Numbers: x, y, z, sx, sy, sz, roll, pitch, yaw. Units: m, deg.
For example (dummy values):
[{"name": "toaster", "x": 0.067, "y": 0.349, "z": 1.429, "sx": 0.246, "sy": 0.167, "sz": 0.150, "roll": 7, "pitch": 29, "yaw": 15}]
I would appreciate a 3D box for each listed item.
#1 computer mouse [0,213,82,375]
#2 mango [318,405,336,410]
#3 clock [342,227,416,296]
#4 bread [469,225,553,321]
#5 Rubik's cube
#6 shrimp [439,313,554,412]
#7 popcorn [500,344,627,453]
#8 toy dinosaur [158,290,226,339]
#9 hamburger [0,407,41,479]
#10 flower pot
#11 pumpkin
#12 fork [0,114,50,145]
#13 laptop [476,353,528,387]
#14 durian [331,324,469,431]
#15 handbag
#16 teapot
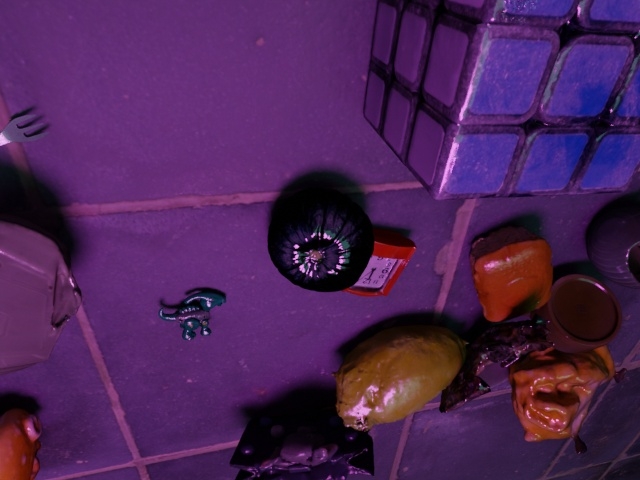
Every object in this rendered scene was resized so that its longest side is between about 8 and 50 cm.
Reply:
[{"name": "computer mouse", "x": -0.530, "y": 0.085, "z": 0.704, "sx": 0.228, "sy": 0.145, "sz": 0.429, "roll": 15, "pitch": 132, "yaw": -34}, {"name": "mango", "x": 0.011, "y": 0.529, "z": 1.230, "sx": 0.103, "sy": 0.076, "sz": 0.161, "roll": 14, "pitch": 117, "yaw": -20}, {"name": "clock", "x": 0.114, "y": 0.050, "z": 0.917, "sx": 0.113, "sy": 0.061, "sz": 0.155, "roll": 8, "pitch": 126, "yaw": -22}, {"name": "bread", "x": 0.431, "y": 0.078, "z": 0.992, "sx": 0.174, "sy": 0.121, "sz": 0.245, "roll": -25, "pitch": 132, "yaw": 1}, {"name": "Rubik's cube", "x": 0.253, "y": -0.256, "z": 0.578, "sx": 0.301, "sy": 0.303, "sz": 0.305, "roll": -3, "pitch": 125, "yaw": -14}, {"name": "shrimp", "x": 0.395, "y": 0.288, "z": 1.024, "sx": 0.272, "sy": 0.085, "sz": 0.445, "roll": -42, "pitch": 167, "yaw": -25}, {"name": "popcorn", "x": 0.641, "y": 0.401, "z": 1.202, "sx": 0.316, "sy": 0.281, "sz": 0.297, "roll": -36, "pitch": 134, "yaw": -34}, {"name": "toy dinosaur", "x": -0.260, "y": 0.146, "z": 0.884, "sx": 0.132, "sy": 0.059, "sz": 0.096, "roll": -2, "pitch": 118, "yaw": -25}, {"name": "hamburger", "x": -0.684, "y": 0.483, "z": 0.887, "sx": 0.186, "sy": 0.261, "sz": 0.302, "roll": 10, "pitch": 140, "yaw": -27}, {"name": "flower pot", "x": 0.737, "y": 0.016, "z": 1.012, "sx": 0.243, "sy": 0.157, "sz": 0.189, "roll": 22, "pitch": 118, "yaw": -30}, {"name": "pumpkin", "x": 0.000, "y": 0.000, "z": 0.795, "sx": 0.202, "sy": 0.140, "sz": 0.202, "roll": 3, "pitch": 118, "yaw": 6}, {"name": "fork", "x": -0.505, "y": -0.127, "z": 0.628, "sx": 0.235, "sy": 0.021, "sz": 0.039, "roll": -23, "pitch": 124, "yaw": 2}, {"name": "laptop", "x": 0.555, "y": 0.370, "z": 1.310, "sx": 0.269, "sy": 0.015, "sz": 0.187, "roll": -28, "pitch": 128, "yaw": 5}, {"name": "durian", "x": 0.199, "y": 0.316, "z": 1.065, "sx": 0.340, "sy": 0.204, "sz": 0.256, "roll": -39, "pitch": 147, "yaw": 4}, {"name": "handbag", "x": -0.038, "y": 0.495, "z": 1.050, "sx": 0.326, "sy": 0.269, "sz": 0.118, "roll": -10, "pitch": 91, "yaw": 4}, {"name": "teapot", "x": 0.614, "y": 0.193, "z": 1.108, "sx": 0.268, "sy": 0.185, "sz": 0.175, "roll": 11, "pitch": 155, "yaw": 4}]
